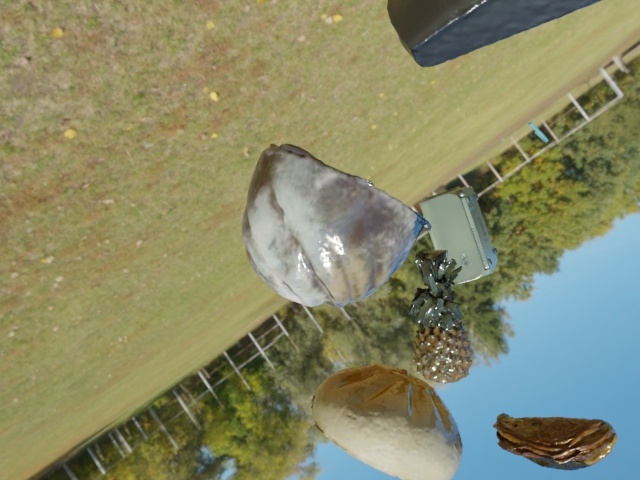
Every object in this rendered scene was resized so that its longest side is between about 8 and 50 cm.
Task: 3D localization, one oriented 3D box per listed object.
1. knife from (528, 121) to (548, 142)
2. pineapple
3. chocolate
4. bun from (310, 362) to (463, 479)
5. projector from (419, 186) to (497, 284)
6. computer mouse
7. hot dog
[{"bbox_3d":[0.416,-0.206,1.021,0.091,0.014,0.005,21,86,-45],"label":"knife"},{"bbox_3d":[0.142,0.087,0.634,0.074,0.160,0.074,-9,-164,2],"label":"pineapple"},{"bbox_3d":[0.000,0.000,0.865,0.213,0.303,0.303,-62,176,-2],"label":"chocolate"},{"bbox_3d":[0.132,0.323,1.011,0.299,0.298,0.165,114,0,-82],"label":"bun"},{"bbox_3d":[0.327,-0.020,1.233,0.108,0.198,0.250,-20,178,24],"label":"projector"},{"bbox_3d":[0.190,-0.287,0.524,0.269,0.100,0.170,-16,-134,29],"label":"computer mouse"},{"bbox_3d":[0.527,0.457,1.201,0.259,0.175,0.114,-15,-125,47],"label":"hot dog"}]
